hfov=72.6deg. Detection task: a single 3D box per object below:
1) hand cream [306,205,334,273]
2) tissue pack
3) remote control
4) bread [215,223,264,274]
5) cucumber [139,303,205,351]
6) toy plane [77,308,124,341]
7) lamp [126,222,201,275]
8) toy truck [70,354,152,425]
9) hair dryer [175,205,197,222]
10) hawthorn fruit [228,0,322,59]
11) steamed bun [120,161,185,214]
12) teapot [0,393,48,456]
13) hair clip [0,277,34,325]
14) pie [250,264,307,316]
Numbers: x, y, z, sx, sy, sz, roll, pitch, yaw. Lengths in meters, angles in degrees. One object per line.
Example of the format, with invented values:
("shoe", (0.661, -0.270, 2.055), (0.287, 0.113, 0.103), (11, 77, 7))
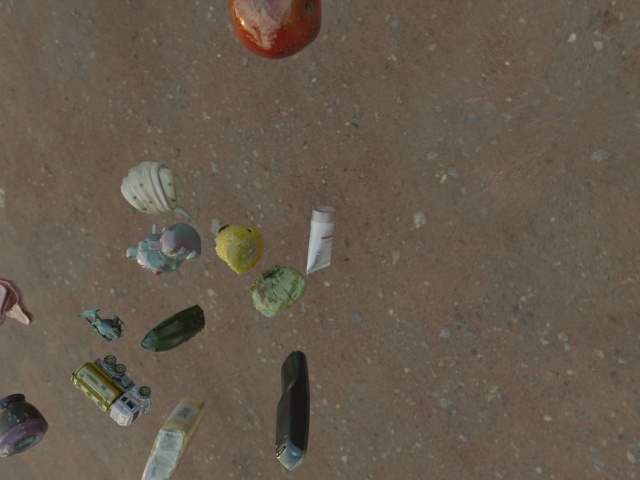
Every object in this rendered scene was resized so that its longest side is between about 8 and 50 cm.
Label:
("hand cream", (0.000, 0.000, 1.626), (0.083, 0.133, 0.248), (22, 119, 39))
("tissue pack", (-0.437, 0.599, 1.309), (0.090, 0.222, 0.186), (22, 95, 0))
("remote control", (-0.049, 0.288, 0.765), (0.042, 0.222, 0.072), (27, 117, -18))
("bread", (-0.323, 0.027, 1.733), (0.170, 0.197, 0.197), (17, 112, 42))
("cucumber", (-0.638, 0.401, 1.938), (0.105, 0.325, 0.145), (40, 113, 15))
("toy plane", (-0.833, 0.326, 1.683), (0.096, 0.060, 0.235), (-13, 140, -3))
("lamp", (-0.696, 0.020, 1.961), (0.301, 0.247, 0.248), (-26, 63, 30))
("toy truck", (-0.334, 0.240, 0.699), (0.123, 0.063, 0.052), (38, 126, 8))
("hair dryer", (-0.593, -0.172, 1.842), (0.067, 0.199, 0.167), (27, 98, 60))
("hawthorn fruit", (-0.128, -0.653, 1.205), (0.275, 0.300, 0.276), (-1, 81, 7))
("steamed bun", (-0.491, -0.140, 1.274), (0.182, 0.183, 0.106), (-27, 48, 33))
("teapot", (-0.818, 0.494, 1.176), (0.146, 0.116, 0.148), (43, 130, 26))
("hair clip", (-0.861, 0.166, 1.203), (0.123, 0.102, 0.138), (16, 92, 4))
("pie", (-0.188, 0.211, 1.881), (0.248, 0.090, 0.201), (-40, 90, 3))
